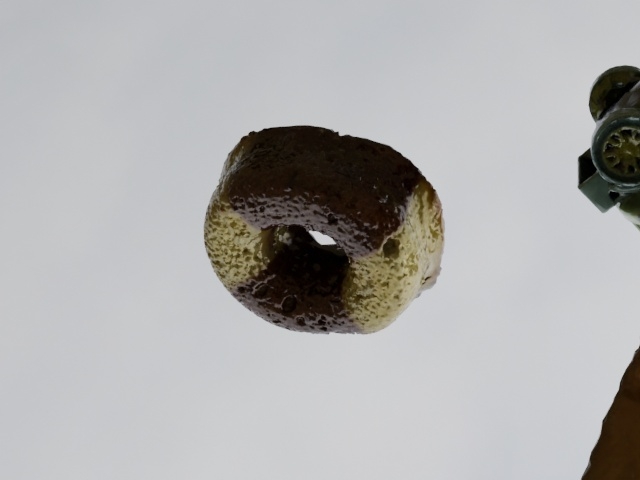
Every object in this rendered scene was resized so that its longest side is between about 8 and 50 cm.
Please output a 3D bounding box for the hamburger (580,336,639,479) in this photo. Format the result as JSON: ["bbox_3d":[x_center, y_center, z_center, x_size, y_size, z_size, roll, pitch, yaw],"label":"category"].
[{"bbox_3d":[0.195,0.075,0.374,0.245,0.155,0.282,-1,-125,31],"label":"hamburger"}]

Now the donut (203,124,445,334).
[{"bbox_3d":[0.000,0.000,0.631,0.140,0.140,0.059,-1,-142,29],"label":"donut"}]

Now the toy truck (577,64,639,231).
[{"bbox_3d":[0.212,-0.062,0.500,0.191,0.116,0.085,-39,-167,23],"label":"toy truck"}]
